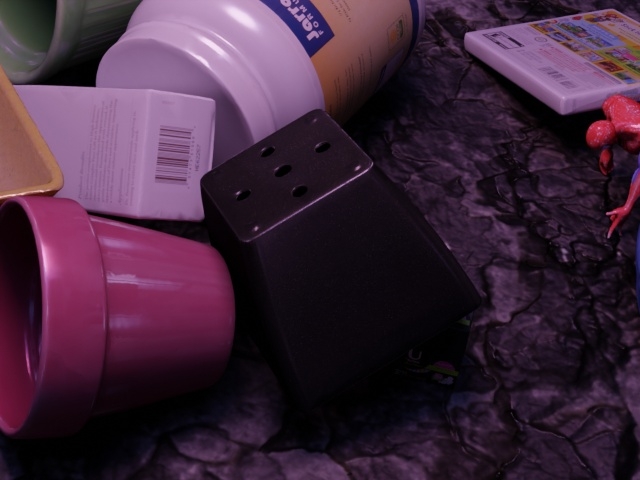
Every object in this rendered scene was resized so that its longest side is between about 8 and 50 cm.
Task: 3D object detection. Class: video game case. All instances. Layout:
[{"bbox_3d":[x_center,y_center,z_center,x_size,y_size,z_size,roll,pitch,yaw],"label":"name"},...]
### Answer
[{"bbox_3d":[0.305,-0.207,1.590,0.206,0.026,0.227,-12,29,-19],"label":"video game case"}]

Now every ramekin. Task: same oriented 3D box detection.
[{"bbox_3d":[-0.289,-0.327,1.491,0.148,0.303,0.303,-19,51,-35],"label":"ramekin"}]

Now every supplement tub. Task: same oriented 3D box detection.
[{"bbox_3d":[-0.058,-0.196,1.433,0.228,0.228,0.316,27,48,18],"label":"supplement tub"}]

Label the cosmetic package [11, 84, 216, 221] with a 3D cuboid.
[{"bbox_3d":[-0.207,-0.083,1.302,0.231,0.117,0.085,9,4,44],"label":"cosmetic package"}]

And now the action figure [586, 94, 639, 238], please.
[{"bbox_3d":[0.361,-0.088,1.494,0.280,0.139,0.091,-3,38,-43],"label":"action figure"}]

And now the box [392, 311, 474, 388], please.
[{"bbox_3d":[0.104,0.084,1.277,0.062,0.083,0.052,14,45,5],"label":"box"}]

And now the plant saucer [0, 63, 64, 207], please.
[{"bbox_3d":[-0.441,-0.087,1.271,0.332,0.081,0.333,-11,42,-26],"label":"plant saucer"}]

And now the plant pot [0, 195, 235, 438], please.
[{"bbox_3d":[-0.180,0.065,1.197,0.180,0.201,0.201,1,43,-29],"label":"plant pot"}]

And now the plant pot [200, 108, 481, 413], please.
[{"bbox_3d":[0.000,0.000,1.220,0.188,0.167,0.187,-30,36,-6],"label":"plant pot"}]

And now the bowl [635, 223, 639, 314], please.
[{"bbox_3d":[0.496,0.057,1.364,0.391,0.077,0.391,4,45,-4],"label":"bowl"}]
